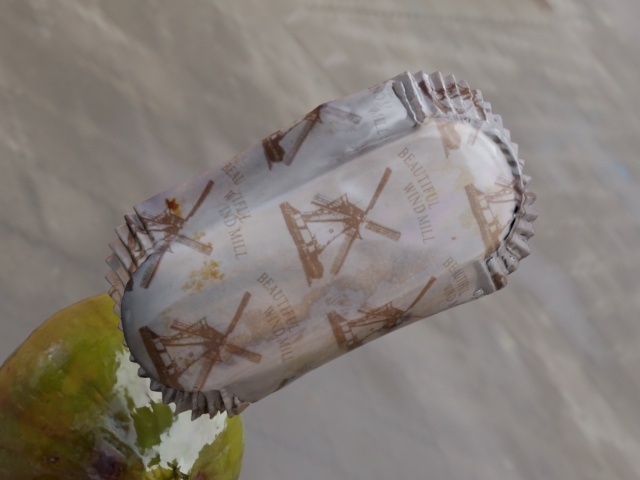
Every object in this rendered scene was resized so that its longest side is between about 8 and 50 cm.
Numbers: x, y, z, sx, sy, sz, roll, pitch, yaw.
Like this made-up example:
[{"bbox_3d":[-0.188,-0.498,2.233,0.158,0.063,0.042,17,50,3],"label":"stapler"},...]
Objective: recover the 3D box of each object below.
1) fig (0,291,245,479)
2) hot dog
[{"bbox_3d":[-0.103,0.112,0.970,0.148,0.142,0.186,53,5,-14],"label":"fig"},{"bbox_3d":[0.000,0.000,0.806,0.108,0.191,0.059,65,-4,-13],"label":"hot dog"}]
